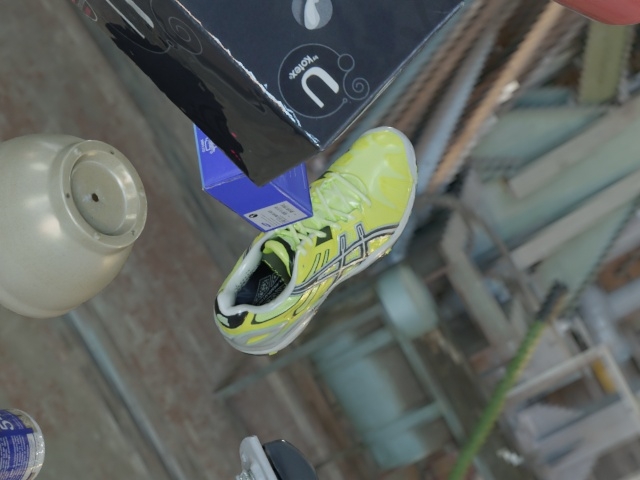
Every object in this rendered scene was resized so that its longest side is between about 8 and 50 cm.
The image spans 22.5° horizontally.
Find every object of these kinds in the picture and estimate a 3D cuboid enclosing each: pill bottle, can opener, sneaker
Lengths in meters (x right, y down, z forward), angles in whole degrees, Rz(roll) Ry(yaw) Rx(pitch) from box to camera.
[{"bbox_3d":[-0.468,0.287,2.150,0.186,0.112,0.112,1,61,-63],"label":"pill bottle"},{"bbox_3d":[-0.014,0.312,1.617,0.074,0.093,0.280,105,-33,-49],"label":"can opener"},{"bbox_3d":[0.000,0.000,2.238,0.145,0.385,0.147,36,-4,17],"label":"sneaker"}]

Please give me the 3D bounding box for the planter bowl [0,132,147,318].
[{"bbox_3d":[-0.218,-0.024,1.379,0.162,0.109,0.162,24,57,-42],"label":"planter bowl"}]

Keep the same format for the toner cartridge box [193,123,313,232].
[{"bbox_3d":[-0.099,-0.198,1.970,0.165,0.075,0.348,40,36,-59],"label":"toner cartridge box"}]

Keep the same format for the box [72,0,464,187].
[{"bbox_3d":[-0.069,-0.184,1.035,0.270,0.143,0.165,45,-16,-6],"label":"box"}]

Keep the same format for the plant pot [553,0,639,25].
[{"bbox_3d":[0.181,-0.297,1.149,0.243,0.275,0.275,33,30,-33],"label":"plant pot"}]
